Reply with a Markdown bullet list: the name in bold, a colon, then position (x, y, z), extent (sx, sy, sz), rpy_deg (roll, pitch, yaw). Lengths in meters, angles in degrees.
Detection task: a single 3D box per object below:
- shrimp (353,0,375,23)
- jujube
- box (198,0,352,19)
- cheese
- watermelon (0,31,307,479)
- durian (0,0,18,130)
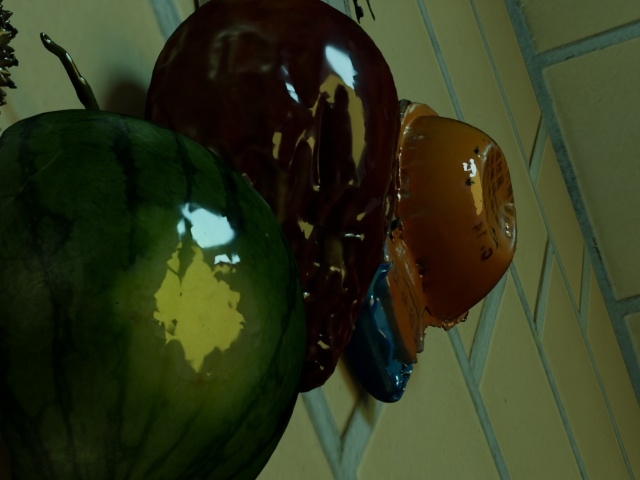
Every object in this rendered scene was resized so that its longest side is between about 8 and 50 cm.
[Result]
- **shrimp**: position (0.000, -0.253, 1.073), extent (0.190, 0.075, 0.073), rpy_deg (61, 0, -18)
- **jujube**: position (-0.030, -0.030, 0.838), extent (0.168, 0.168, 0.236), rpy_deg (32, 59, -66)
- **box**: position (-0.047, -0.278, 1.167), extent (0.214, 0.069, 0.353), rpy_deg (44, 31, -59)
- **cheese**: position (0.090, 0.002, 1.226), extent (0.217, 0.129, 0.329), rpy_deg (68, 29, -28)
- **watermelon**: position (-0.072, 0.029, 0.658), extent (0.232, 0.127, 0.204), rpy_deg (-87, 159, -54)
- **durian**: position (-0.166, -0.102, 0.589), extent (0.140, 0.071, 0.110), rpy_deg (66, 17, -6)
